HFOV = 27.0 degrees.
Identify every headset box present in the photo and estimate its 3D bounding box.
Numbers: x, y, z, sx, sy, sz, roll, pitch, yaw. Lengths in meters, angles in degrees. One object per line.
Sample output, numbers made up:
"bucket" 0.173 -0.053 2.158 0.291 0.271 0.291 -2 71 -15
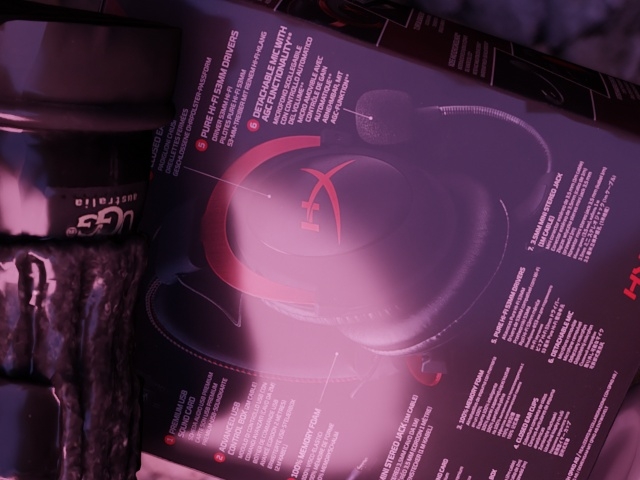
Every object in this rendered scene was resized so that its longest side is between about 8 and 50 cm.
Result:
"headset box" 0.000 0.000 0.610 0.293 0.110 0.218 18 111 1

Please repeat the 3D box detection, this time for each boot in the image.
"boot" -0.199 0.023 0.556 0.348 0.131 0.260 16 106 41

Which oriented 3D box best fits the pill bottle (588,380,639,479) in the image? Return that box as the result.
"pill bottle" 0.225 0.163 0.630 0.216 0.121 0.121 28 110 -2
